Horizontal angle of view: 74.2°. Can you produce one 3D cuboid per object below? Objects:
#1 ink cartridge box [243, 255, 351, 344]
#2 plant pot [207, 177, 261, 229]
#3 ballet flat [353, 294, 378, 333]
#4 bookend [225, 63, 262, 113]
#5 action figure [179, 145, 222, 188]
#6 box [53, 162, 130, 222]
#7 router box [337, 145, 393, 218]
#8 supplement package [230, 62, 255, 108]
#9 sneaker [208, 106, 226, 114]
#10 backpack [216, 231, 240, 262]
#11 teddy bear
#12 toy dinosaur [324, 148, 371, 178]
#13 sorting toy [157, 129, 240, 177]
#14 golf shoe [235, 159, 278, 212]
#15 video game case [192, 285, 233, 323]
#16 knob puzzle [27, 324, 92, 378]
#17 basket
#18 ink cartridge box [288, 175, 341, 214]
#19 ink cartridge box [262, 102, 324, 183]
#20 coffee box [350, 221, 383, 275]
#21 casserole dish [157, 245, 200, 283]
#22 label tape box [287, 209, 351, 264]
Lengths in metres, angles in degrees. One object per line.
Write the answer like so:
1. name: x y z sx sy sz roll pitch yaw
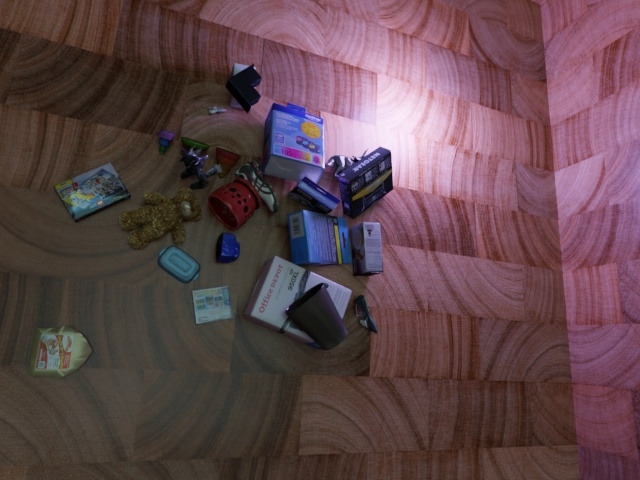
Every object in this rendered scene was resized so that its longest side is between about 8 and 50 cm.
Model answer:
1. ink cartridge box: -0.101 0.281 1.882 0.395 0.166 0.285 26 70 -14
2. plant pot: -0.369 -0.170 1.865 0.191 0.191 0.174 49 63 -5
3. ballet flat: 0.213 0.364 2.050 0.074 0.074 0.203 -23 93 -25
4. bookend: -0.323 -0.700 1.950 0.157 0.072 0.156 -43 97 -24
5. action figure: -0.516 -0.316 1.790 0.141 0.276 0.164 -43 96 -23
6. box: -0.926 -0.197 1.726 0.233 0.044 0.159 -32 91 -25
7. router box: 0.233 -0.289 2.114 0.309 0.242 0.081 -37 48 -25
8. supplement package: -0.375 -0.738 2.036 0.105 0.105 0.179 3 78 -20
9. sneaker: -0.490 -0.620 2.004 0.083 0.032 0.036 -16 85 -25
10. backpack: -0.407 0.030 1.858 0.101 0.098 0.120 10 62 -29
11. teddy bear: -0.660 -0.097 1.775 0.338 0.113 0.244 -9 84 -23
12. toy dinosaur: 0.118 -0.378 2.166 0.314 0.121 0.160 -2 67 -18
13. sorting toy: -0.553 -0.382 1.906 0.366 0.127 0.126 16 102 -15
14. golf shoe: -0.287 -0.237 1.975 0.120 0.105 0.272 -28 83 -10
15. video game case: -0.463 0.276 1.820 0.157 0.019 0.143 -6 80 -22
16. knob puzzle: -0.962 0.415 1.581 0.213 0.030 0.213 5 76 -20
17. basket: 0.000 0.324 1.744 0.204 0.154 0.226 -39 99 -22
18. ink cartridge box: -0.031 -0.200 1.996 0.206 0.208 0.045 33 68 -12
19. ink cartridge box: -0.129 -0.480 2.017 0.270 0.151 0.395 12 54 -20
20. coffee box: 0.226 0.046 2.082 0.098 0.141 0.246 2 78 -22
21. casserole dish: -0.598 0.099 1.796 0.188 0.037 0.114 38 67 -9
22. label tape box: 0.000 0.000 2.000 0.334 0.106 0.240 7 73 -52
